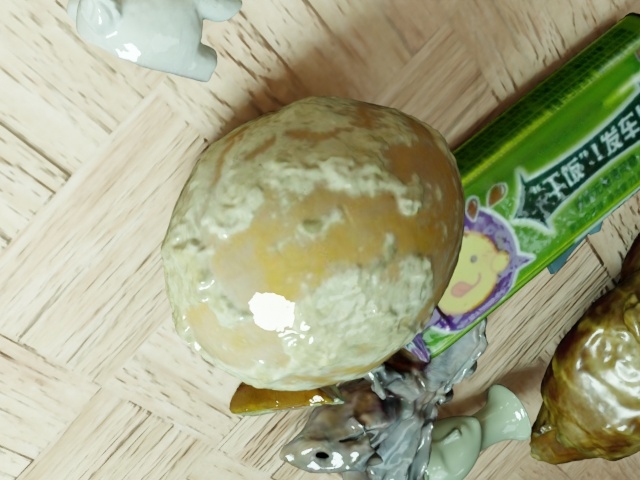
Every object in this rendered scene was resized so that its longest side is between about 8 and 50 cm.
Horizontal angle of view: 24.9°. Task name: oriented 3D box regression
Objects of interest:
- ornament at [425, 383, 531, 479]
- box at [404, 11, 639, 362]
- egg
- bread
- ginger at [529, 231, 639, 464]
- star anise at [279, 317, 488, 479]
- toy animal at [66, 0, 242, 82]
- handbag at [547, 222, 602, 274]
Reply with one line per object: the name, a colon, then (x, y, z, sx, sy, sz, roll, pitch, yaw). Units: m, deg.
ornament: (0.150, 0.218, 1.569, 0.156, 0.075, 0.081, -25, 153, -27)
box: (0.184, -0.051, 1.277, 0.345, 0.097, 0.134, -39, 118, -11)
egg: (0.000, 0.000, 1.039, 0.245, 0.203, 0.203, -36, 147, -29)
bread: (-0.030, 0.121, 1.275, 0.043, 0.109, 0.062, 10, 74, -58)
ginger: (0.360, 0.106, 1.610, 0.357, 0.152, 0.274, -54, 175, -7)
star anise: (0.079, 0.159, 1.392, 0.258, 0.110, 0.198, -53, 148, -1)
toy animal: (-0.070, -0.186, 0.834, 0.182, 0.131, 0.127, -66, 166, 12)
handbag: (0.285, -0.070, 1.436, 0.221, 0.057, 0.144, -47, 155, -1)
